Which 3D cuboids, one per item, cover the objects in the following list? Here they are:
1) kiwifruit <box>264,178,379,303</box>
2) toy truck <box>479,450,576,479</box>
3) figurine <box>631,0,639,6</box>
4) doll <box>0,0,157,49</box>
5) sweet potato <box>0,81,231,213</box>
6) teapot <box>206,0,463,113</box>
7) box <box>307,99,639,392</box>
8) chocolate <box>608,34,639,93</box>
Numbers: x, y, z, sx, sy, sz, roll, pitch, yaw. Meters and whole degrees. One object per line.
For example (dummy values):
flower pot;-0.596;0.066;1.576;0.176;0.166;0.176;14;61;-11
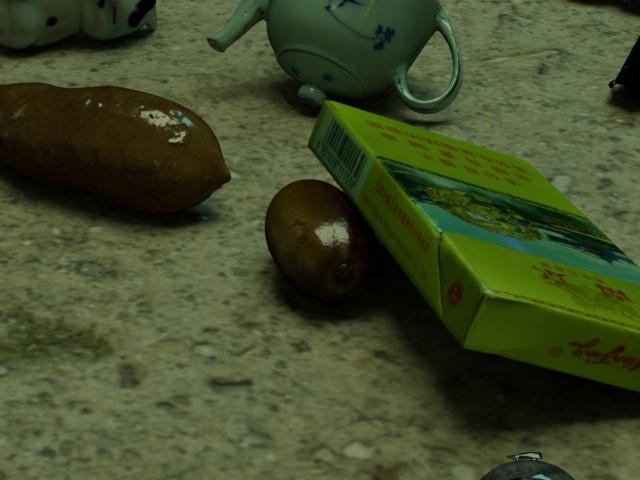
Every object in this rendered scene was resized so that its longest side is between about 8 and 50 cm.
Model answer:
kiwifruit;0.000;0.000;1.255;0.075;0.075;0.124;-5;29;-13
toy truck;0.207;0.196;0.714;0.364;0.178;0.176;4;16;7
figurine;0.320;-0.284;1.883;0.149;0.087;0.086;0;19;38
doll;-0.245;-0.247;1.737;0.181;0.110;0.107;-3;23;-13
sweet potato;-0.199;-0.086;1.414;0.292;0.097;0.097;16;29;32
teapot;0.021;-0.182;1.594;0.232;0.159;0.159;20;29;13
box;0.123;0.001;1.218;0.187;0.047;0.335;16;19;-24
chocolate;0.370;-0.230;1.687;0.148;0.126;0.343;-35;-2;42
